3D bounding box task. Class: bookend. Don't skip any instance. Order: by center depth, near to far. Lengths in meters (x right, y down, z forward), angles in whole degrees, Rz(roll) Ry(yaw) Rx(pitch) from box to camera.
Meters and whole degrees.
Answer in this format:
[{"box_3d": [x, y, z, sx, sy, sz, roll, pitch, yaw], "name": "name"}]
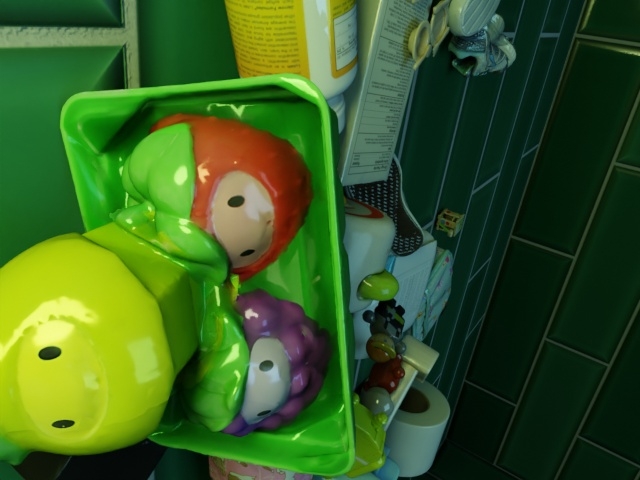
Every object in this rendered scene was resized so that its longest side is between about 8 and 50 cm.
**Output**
[{"box_3d": [-0.270, 0.260, 0.546, 0.157, 0.072, 0.156, -58, 150, -16], "name": "bookend"}]

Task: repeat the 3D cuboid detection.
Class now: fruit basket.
[{"box_3d": [-0.120, 0.057, 0.439, 0.392, 0.282, 0.393, 1, 90, -71], "name": "fruit basket"}]

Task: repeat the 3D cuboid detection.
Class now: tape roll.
[{"box_3d": [0.221, 0.505, 1.423, 0.246, 0.246, 0.169, -18, 125, -56], "name": "tape roll"}]

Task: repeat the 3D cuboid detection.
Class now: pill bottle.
[{"box_3d": [-0.029, -0.231, 0.544, 0.136, 0.136, 0.246, -47, 146, -35], "name": "pill bottle"}]

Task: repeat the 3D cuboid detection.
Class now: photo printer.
[{"box_3d": [0.139, 0.113, 1.132, 0.307, 0.107, 0.256, -17, 124, -56], "name": "photo printer"}]

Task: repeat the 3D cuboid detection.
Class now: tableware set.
[{"box_3d": [0.154, -0.324, 0.690, 0.141, 0.020, 0.169, -49, 148, -35], "name": "tableware set"}]

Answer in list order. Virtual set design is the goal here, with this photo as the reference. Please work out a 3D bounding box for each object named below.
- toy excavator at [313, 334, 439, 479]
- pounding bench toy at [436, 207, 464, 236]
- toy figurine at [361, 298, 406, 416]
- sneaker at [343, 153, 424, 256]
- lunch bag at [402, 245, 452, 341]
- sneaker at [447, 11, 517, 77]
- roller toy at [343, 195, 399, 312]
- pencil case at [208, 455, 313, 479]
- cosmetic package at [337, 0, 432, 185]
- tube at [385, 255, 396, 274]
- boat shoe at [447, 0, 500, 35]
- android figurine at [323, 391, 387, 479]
[{"box_3d": [0.086, 0.465, 1.078, 0.433, 0.222, 0.445, -46, 159, -38], "name": "toy excavator"}, {"box_3d": [0.363, -0.047, 1.461, 0.083, 0.065, 0.052, -39, 142, -43], "name": "pounding bench toy"}, {"box_3d": [0.049, 0.205, 0.922, 0.148, 0.212, 0.210, -61, 157, -50], "name": "toy figurine"}, {"box_3d": [0.098, -0.099, 0.946, 0.105, 0.123, 0.290, -27, 128, 3], "name": "sneaker"}, {"box_3d": [0.276, 0.156, 1.410, 0.224, 0.107, 0.279, -52, 149, -28], "name": "lunch bag"}, {"box_3d": [0.352, -0.426, 1.151, 0.122, 0.110, 0.283, -55, 153, 15], "name": "sneaker"}, {"box_3d": [0.000, 0.000, 0.712, 0.209, 0.191, 0.146, 11, 105, -23], "name": "roller toy"}, {"box_3d": [-0.099, 0.328, 0.794, 0.167, 0.160, 0.386, -22, 128, -38], "name": "pencil case"}, {"box_3d": [0.054, -0.242, 0.712, 0.160, 0.113, 0.310, -16, 124, -57], "name": "cosmetic package"}, {"box_3d": [0.060, 0.052, 0.924, 0.207, 0.052, 0.080, 13, 97, -40], "name": "tube"}, {"box_3d": [0.299, -0.502, 0.974, 0.302, 0.094, 0.109, -57, 145, -22], "name": "boat shoe"}, {"box_3d": [0.004, 0.347, 0.911, 0.273, 0.248, 0.056, -45, -166, 38], "name": "android figurine"}]
